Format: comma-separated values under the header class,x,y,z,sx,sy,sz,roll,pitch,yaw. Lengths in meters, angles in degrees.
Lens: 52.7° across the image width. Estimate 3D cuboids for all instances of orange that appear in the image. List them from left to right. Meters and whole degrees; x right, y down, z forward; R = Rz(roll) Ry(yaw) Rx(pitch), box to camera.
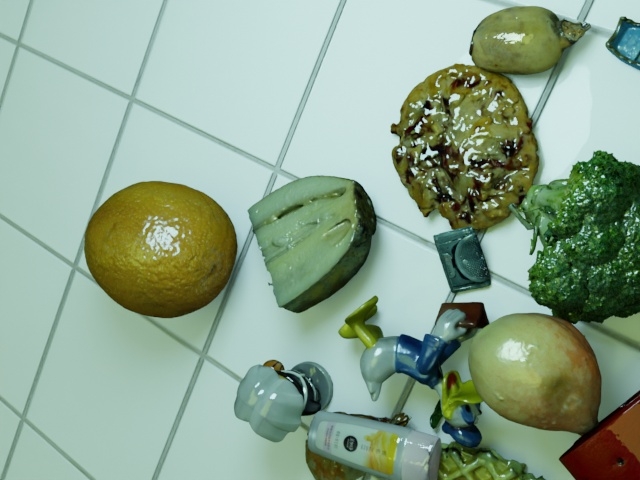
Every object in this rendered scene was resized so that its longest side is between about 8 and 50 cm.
class,x,y,z,sx,sy,sz,roll,pitch,yaw
orange,-0.372,0.017,1.481,0.356,0.322,0.322,12,95,33

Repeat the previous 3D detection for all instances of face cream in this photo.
class,x,y,z,sx,sy,sz,roll,pitch,yaw
face cream,0.107,0.414,1.297,0.269,0.073,0.107,7,88,29

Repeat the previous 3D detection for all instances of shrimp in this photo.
class,x,y,z,sx,sy,sz,roll,pitch,yaw
shrimp,0.077,0.430,1.392,0.294,0.062,0.154,-32,70,25

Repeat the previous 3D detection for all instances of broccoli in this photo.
class,x,y,z,sx,sy,sz,roll,pitch,yaw
broccoli,0.460,-0.009,1.102,0.321,0.303,0.283,-60,36,12

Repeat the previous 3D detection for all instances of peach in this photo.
class,x,y,z,sx,sy,sz,roll,pitch,yaw
peach,0.365,0.230,1.080,0.232,0.232,0.233,0,89,27

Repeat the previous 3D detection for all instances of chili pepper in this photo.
class,x,y,z,sx,sy,sz,roll,pitch,yaw
chili pepper,0.265,0.336,1.308,0.118,0.035,0.056,-29,60,20

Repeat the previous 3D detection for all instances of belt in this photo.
class,x,y,z,sx,sy,sz,roll,pitch,yaw
belt,0.548,0.300,1.049,0.324,0.227,0.115,-44,67,10

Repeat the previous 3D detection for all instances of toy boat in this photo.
class,x,y,z,sx,sy,sz,roll,pitch,yaw
toy boat,0.592,-0.327,1.120,0.185,0.077,0.075,35,104,23

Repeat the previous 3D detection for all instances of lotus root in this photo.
class,x,y,z,sx,sy,sz,roll,pitch,yaw
lotus root,0.006,-0.016,1.389,0.260,0.149,0.267,-34,57,19
lotus root,0.386,-0.375,1.209,0.220,0.118,0.125,4,108,28

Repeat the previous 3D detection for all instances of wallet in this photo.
class,x,y,z,sx,sy,sz,roll,pitch,yaw
wallet,0.282,0.040,1.284,0.088,0.026,0.129,-14,105,27

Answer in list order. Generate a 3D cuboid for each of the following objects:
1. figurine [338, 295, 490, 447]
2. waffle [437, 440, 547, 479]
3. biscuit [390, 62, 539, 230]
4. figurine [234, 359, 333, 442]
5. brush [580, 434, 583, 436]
class,x,y,z,sx,sy,sz,roll,pitch,yaw
figurine,0.225,0.240,1.268,0.283,0.204,0.338,-34,76,7
waffle,0.297,0.544,1.270,0.317,0.073,0.297,10,95,29
biscuit,0.277,-0.185,1.283,0.289,0.081,0.334,-26,77,24
figurine,-0.086,0.326,1.376,0.176,0.236,0.133,29,103,23
brush,0.497,0.352,1.200,0.314,0.017,0.090,27,99,25
